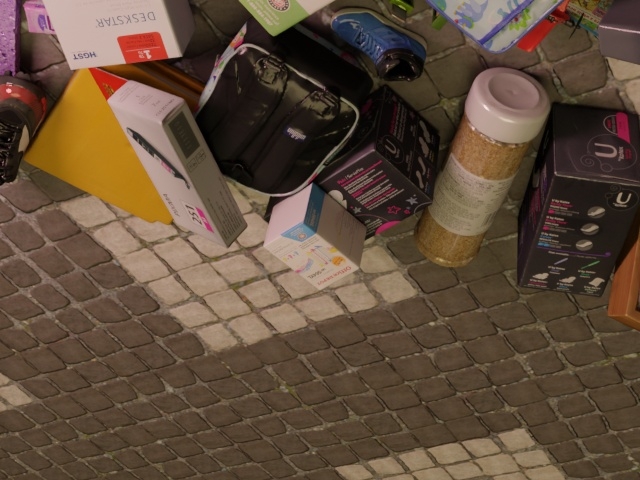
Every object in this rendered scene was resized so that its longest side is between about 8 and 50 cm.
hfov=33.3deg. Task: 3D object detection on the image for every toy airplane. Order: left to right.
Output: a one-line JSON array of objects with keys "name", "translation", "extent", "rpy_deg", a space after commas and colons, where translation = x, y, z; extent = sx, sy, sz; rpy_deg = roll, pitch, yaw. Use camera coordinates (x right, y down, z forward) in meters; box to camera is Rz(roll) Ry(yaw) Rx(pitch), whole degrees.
[{"name": "toy airplane", "translation": [0.298, -0.331, 1.500], "extent": [0.151, 0.028, 0.151], "rpy_deg": [10, 132, 11]}]

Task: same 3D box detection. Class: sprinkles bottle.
[{"name": "sprinkles bottle", "translation": [0.249, -0.107, 1.708], "extent": [0.121, 0.121, 0.355], "rpy_deg": [12, 138, -4]}]

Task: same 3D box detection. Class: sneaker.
[{"name": "sneaker", "translation": [-0.518, -0.164, 1.737], "extent": [0.097, 0.135, 0.276], "rpy_deg": [21, 145, -20]}, {"name": "sneaker", "translation": [0.084, -0.282, 1.567], "extent": [0.152, 0.085, 0.058], "rpy_deg": [22, 137, -14]}]

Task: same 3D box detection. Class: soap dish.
[{"name": "soap dish", "translation": [0.580, 0.036, 1.711], "extent": [0.229, 0.291, 0.118], "rpy_deg": [24, 156, -18]}]

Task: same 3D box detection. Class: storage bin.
[{"name": "storage bin", "translation": [0.434, -0.297, 1.431], "extent": [0.091, 0.135, 0.098], "rpy_deg": [17, 147, 32]}]

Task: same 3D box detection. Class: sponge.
[{"name": "sponge", "translation": [-0.525, -0.330, 1.657], "extent": [0.117, 0.031, 0.210], "rpy_deg": [13, 138, -5]}]

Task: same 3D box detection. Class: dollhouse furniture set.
[{"name": "dollhouse furniture set", "translation": [0.113, -0.355, 1.501], "extent": [0.151, 0.059, 0.076], "rpy_deg": [25, 136, -18]}]

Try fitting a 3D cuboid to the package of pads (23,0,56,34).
[{"name": "package of pads", "translation": [-0.405, -0.339, 1.626], "extent": [0.083, 0.032, 0.050], "rpy_deg": [6, 141, 3]}]

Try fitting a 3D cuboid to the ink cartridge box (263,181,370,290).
[{"name": "ink cartridge box", "translation": [0.000, 0.000, 1.648], "extent": [0.143, 0.090, 0.092], "rpy_deg": [39, 131, -26]}]

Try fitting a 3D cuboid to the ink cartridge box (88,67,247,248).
[{"name": "ink cartridge box", "translation": [-0.252, -0.131, 1.651], "extent": [0.239, 0.060, 0.275], "rpy_deg": [23, 151, 36]}]

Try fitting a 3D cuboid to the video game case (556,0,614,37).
[{"name": "video game case", "translation": [0.407, -0.360, 1.478], "extent": [0.119, 0.015, 0.166], "rpy_deg": [27, 135, -20]}]

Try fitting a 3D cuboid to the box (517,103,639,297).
[{"name": "box", "translation": [0.409, -0.059, 1.703], "extent": [0.143, 0.165, 0.270], "rpy_deg": [7, 139, 2]}]

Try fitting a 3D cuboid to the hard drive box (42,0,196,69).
[{"name": "hard drive box", "translation": [-0.298, -0.370, 1.507], "extent": [0.181, 0.089, 0.232], "rpy_deg": [-5, 129, 14]}]

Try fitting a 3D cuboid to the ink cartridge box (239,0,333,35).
[{"name": "ink cartridge box", "translation": [0.015, -0.441, 1.374], "extent": [0.353, 0.119, 0.207], "rpy_deg": [-23, 128, 32]}]

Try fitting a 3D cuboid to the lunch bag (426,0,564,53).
[{"name": "lunch bag", "translation": [0.254, -0.367, 1.416], "extent": [0.176, 0.090, 0.219], "rpy_deg": [39, 125, -18]}]

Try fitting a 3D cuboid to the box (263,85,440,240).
[{"name": "box", "translation": [0.050, -0.104, 1.715], "extent": [0.247, 0.163, 0.142], "rpy_deg": [-29, 124, 35]}]

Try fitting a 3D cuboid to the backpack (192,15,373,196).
[{"name": "backpack", "translation": [-0.068, -0.199, 1.604], "extent": [0.225, 0.191, 0.253], "rpy_deg": [29, 128, -11]}]

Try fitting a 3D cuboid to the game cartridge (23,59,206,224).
[{"name": "game cartridge", "translation": [-0.308, -0.172, 1.789], "extent": [0.285, 0.053, 0.323], "rpy_deg": [28, 137, -21]}]
